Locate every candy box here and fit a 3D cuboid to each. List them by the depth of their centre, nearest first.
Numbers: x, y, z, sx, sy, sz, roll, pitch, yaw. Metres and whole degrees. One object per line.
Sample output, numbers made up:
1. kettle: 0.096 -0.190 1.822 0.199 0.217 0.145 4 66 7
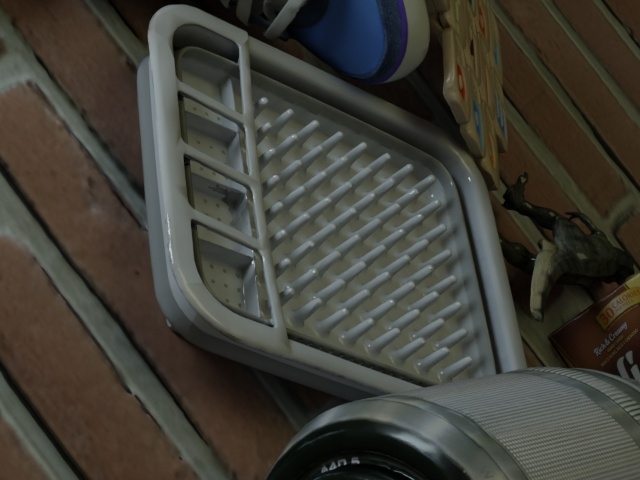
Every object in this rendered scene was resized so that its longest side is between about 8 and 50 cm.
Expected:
1. candy box: 0.284 0.123 1.461 0.053 0.109 0.187 -18 72 -53

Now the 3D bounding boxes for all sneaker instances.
1. sneaker: -0.091 -0.216 1.317 0.236 0.130 0.323 -32 83 -43

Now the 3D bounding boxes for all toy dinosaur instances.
1. toy dinosaur: 0.184 0.005 1.474 0.118 0.064 0.268 37 20 18

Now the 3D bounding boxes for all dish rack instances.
1. dish rack: 0.000 0.000 1.290 0.332 0.072 0.286 21 44 -35

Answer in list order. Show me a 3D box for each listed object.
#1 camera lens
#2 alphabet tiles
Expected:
1. camera lens: 0.107 0.194 1.106 0.274 0.219 0.219 -5 63 -50
2. alphabet tiles: 0.116 -0.194 1.495 0.284 0.021 0.278 57 27 -59
